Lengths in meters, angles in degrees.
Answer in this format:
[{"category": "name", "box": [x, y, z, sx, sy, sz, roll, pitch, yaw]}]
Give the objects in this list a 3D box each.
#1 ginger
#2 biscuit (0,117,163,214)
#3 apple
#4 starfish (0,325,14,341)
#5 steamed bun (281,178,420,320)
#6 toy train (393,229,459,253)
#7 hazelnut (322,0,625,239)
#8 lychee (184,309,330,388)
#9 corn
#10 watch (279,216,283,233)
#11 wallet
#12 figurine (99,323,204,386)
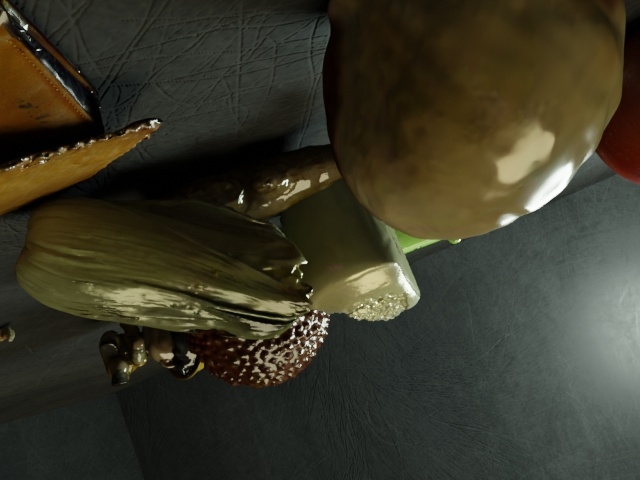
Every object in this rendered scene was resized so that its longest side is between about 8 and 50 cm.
[{"category": "ginger", "box": [-0.092, -0.059, 0.842, 0.333, 0.080, 0.166, -24, -178, 4]}, {"category": "biscuit", "box": [-0.268, -0.037, 0.569, 0.232, 0.013, 0.237, -29, -172, -38]}, {"category": "apple", "box": [0.504, -0.198, 0.966, 0.261, 0.216, 0.260, -18, 169, -4]}, {"category": "starfish", "box": [-0.663, 0.209, 1.099, 0.302, 0.060, 0.299, -27, 171, 29]}, {"category": "steamed bun", "box": [0.029, 0.006, 1.044, 0.170, 0.225, 0.200, -27, 151, 15]}, {"category": "toy train", "box": [0.201, -0.067, 1.174, 0.253, 0.157, 0.105, -20, 169, -12]}, {"category": "hazelnut", "box": [0.112, -0.132, 0.538, 0.261, 0.241, 0.261, -46, -175, 5]}, {"category": "lychee", "box": [-0.117, 0.153, 1.340, 0.304, 0.275, 0.276, 6, 156, -31]}, {"category": "corn", "box": [-0.161, 0.030, 0.741, 0.305, 0.123, 0.122, 8, 137, -18]}, {"category": "watch", "box": [0.000, 0.000, 1.231, 0.165, 0.131, 0.152, -22, 180, -5]}, {"category": "wallet", "box": [-0.245, -0.089, 0.457, 0.161, 0.042, 0.195, -25, 170, -3]}, {"category": "figurine", "box": [-0.337, 0.213, 1.464, 0.257, 0.192, 0.167, -13, 156, -16]}]
